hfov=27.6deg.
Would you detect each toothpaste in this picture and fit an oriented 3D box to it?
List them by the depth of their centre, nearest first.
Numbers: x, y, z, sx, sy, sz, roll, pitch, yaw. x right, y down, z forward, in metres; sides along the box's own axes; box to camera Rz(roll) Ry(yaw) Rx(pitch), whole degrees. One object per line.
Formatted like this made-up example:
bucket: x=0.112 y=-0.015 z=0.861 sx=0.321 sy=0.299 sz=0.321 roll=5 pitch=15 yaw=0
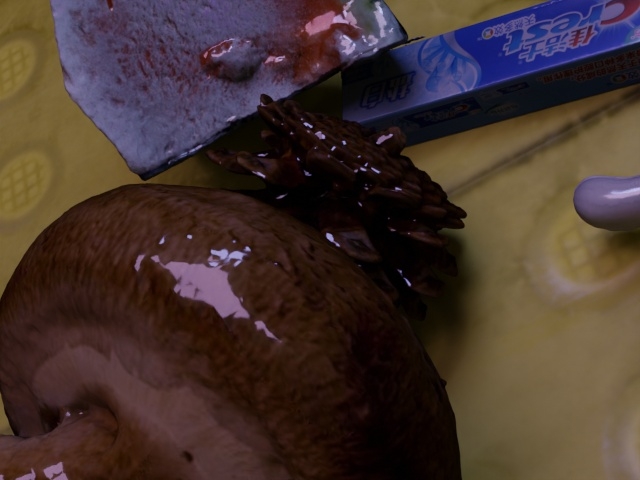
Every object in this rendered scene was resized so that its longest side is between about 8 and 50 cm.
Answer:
toothpaste: x=0.144 y=-0.134 z=0.998 sx=0.272 sy=0.053 sz=0.066 roll=-13 pitch=58 yaw=26

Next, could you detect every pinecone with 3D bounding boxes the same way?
pinecone: x=0.000 y=0.000 z=0.929 sx=0.208 sy=0.208 sz=0.207 roll=-16 pitch=56 yaw=25

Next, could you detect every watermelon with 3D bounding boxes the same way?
watermelon: x=-0.113 y=-0.160 z=1.001 sx=0.320 sy=0.289 sz=0.213 roll=-2 pitch=55 yaw=41

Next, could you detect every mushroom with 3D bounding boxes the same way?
mushroom: x=-0.061 y=0.123 z=0.809 sx=0.345 sy=0.345 sz=0.239 roll=-3 pitch=51 yaw=32

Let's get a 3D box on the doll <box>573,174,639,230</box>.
doll: x=0.306 y=-0.098 z=0.828 sx=0.237 sy=0.111 sz=0.252 roll=20 pitch=98 yaw=23
